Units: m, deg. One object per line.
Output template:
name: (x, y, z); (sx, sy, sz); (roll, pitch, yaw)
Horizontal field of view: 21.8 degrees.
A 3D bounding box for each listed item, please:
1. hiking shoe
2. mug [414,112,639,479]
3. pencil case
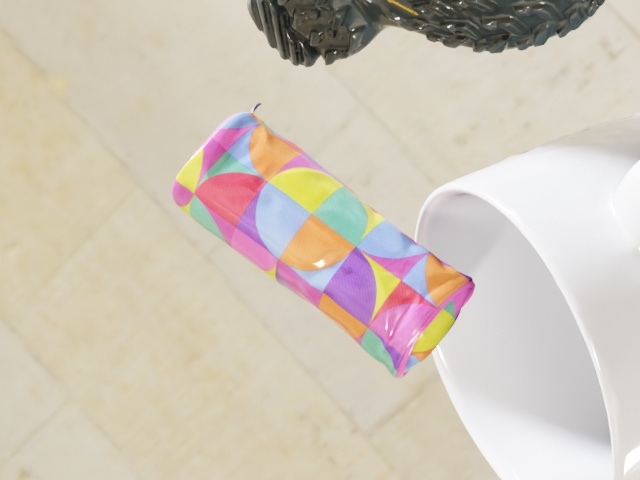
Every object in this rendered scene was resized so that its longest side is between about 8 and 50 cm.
hiking shoe: (0.083, -0.217, 1.248); (0.113, 0.304, 0.132); (55, -132, -41)
mug: (0.284, 0.005, 1.226); (0.328, 0.374, 0.276); (-21, -119, -19)
pencil case: (0.000, 0.000, 1.231); (0.236, 0.104, 0.104); (39, -157, 15)
